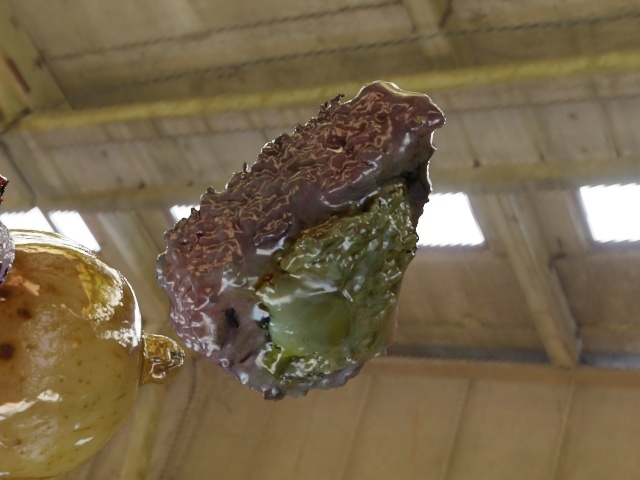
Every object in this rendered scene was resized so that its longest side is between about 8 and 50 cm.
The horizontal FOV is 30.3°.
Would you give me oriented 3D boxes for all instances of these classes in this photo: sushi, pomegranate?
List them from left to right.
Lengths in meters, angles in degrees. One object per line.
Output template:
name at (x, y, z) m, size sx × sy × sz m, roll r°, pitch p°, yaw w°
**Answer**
pomegranate at (-0.402, 0.168, 1.724) m, size 0.410 × 0.410 × 0.410 m, roll -18°, pitch -146°, yaw 13°
sushi at (0.008, 0.012, 0.842) m, size 0.241 × 0.161 × 0.107 m, roll -40°, pitch -136°, yaw 2°

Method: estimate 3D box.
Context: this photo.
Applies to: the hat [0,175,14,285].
hat at (-0.355, 0.056, 1.098) m, size 0.140 × 0.129 × 0.227 m, roll -20°, pitch -137°, yaw 26°
